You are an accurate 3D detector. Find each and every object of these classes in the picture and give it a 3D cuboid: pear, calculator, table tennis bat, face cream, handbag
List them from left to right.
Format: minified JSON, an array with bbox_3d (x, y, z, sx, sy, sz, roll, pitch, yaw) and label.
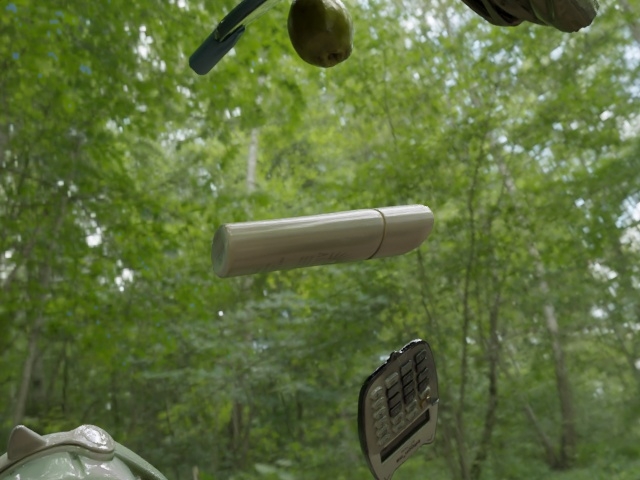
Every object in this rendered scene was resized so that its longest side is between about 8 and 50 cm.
[{"bbox_3d":[-0.089,-0.351,1.165,0.329,0.215,0.044,-29,-75,39],"label":"table tennis bat"},{"bbox_3d":[-0.001,-0.340,1.251,0.107,0.131,0.107,-26,-19,-10],"label":"pear"},{"bbox_3d":[0.000,0.000,1.293,0.348,0.081,0.173,-6,-13,-19],"label":"face cream"},{"bbox_3d":[0.129,0.276,1.269,0.177,0.040,0.268,-33,-45,-30],"label":"calculator"},{"bbox_3d":[0.239,-0.400,1.091,0.109,0.316,0.253,-45,-68,4],"label":"handbag"}]

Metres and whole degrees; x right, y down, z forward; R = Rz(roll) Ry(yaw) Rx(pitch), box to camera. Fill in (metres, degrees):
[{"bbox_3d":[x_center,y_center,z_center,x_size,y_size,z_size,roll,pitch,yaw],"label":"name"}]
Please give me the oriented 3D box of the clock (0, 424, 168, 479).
[{"bbox_3d":[-0.356,0.391,1.059,0.265,0.108,0.324,-41,-53,-9],"label":"clock"}]
